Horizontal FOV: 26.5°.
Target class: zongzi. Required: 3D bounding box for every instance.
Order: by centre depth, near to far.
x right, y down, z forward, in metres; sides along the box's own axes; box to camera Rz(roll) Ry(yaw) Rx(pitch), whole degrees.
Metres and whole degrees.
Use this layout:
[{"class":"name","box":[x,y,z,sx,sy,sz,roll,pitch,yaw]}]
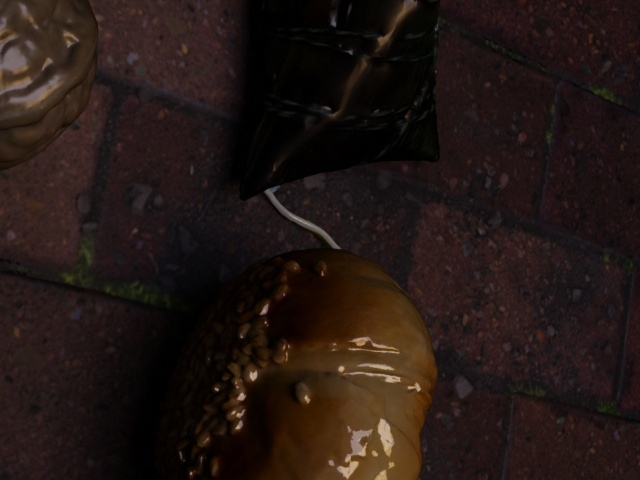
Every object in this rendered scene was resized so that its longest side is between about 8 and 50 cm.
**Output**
[{"class":"zongzi","box":[0.070,-0.226,1.770,0.362,0.319,0.383,2,104,-49]}]

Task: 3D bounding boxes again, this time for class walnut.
[{"class":"walnut","box":[-0.347,-0.199,1.408,0.248,0.248,0.248,2,87,-39]}]

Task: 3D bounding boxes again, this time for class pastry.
[{"class":"pastry","box":[-0.044,0.196,1.543,0.245,0.409,0.409,24,73,-21]}]

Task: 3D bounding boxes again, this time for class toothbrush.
[{"class":"toothbrush","box":[0.000,0.000,1.812,0.263,0.022,0.026,46,74,-28]}]
